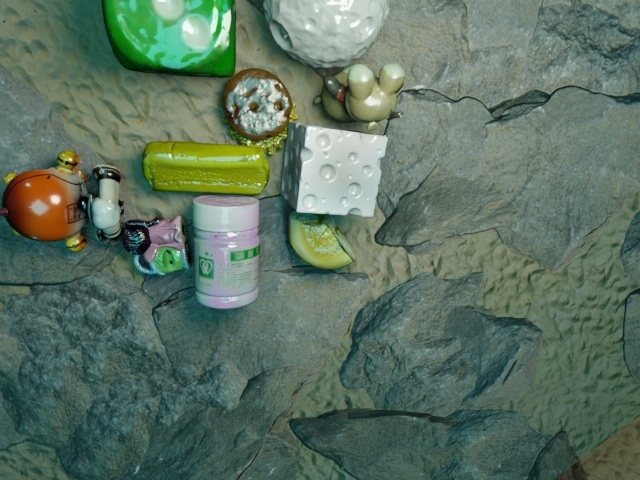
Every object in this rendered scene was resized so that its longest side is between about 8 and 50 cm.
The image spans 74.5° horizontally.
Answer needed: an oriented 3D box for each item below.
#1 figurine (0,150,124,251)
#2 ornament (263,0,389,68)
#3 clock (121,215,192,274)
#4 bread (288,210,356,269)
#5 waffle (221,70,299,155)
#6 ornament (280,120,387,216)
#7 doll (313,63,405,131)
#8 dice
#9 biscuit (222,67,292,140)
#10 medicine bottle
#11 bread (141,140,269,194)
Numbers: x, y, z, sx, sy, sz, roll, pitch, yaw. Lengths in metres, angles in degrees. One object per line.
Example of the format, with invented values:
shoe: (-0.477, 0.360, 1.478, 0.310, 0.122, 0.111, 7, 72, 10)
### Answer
figurine: (-0.764, -0.101, 1.244, 0.323, 0.196, 0.320, -1, 113, -17)
ornament: (0.008, -0.623, 1.112, 0.336, 0.337, 0.337, -2, 107, -7)
clock: (-0.529, 0.019, 1.361, 0.195, 0.100, 0.194, -5, 108, -5)
bread: (-0.013, -0.005, 1.401, 0.156, 0.158, 0.261, -32, 108, 14)
waffle: (-0.184, -0.385, 1.313, 0.228, 0.051, 0.232, -35, 108, 1)
ornament: (0.027, -0.220, 1.269, 0.239, 0.239, 0.240, 3, 108, -18)
doll: (0.118, -0.408, 1.197, 0.234, 0.330, 0.174, -12, 112, -11)
dice: (-0.372, -0.588, 1.103, 0.299, 0.287, 0.297, 0, 107, -8)
biscuit: (-0.189, -0.406, 1.259, 0.212, 0.036, 0.212, -2, 104, -8)
medicine bottle: (-0.296, 0.029, 1.336, 0.211, 0.212, 0.326, 1, 105, -8)
bread: (-0.349, -0.228, 1.298, 0.383, 0.112, 0.166, 1, 133, -7)
